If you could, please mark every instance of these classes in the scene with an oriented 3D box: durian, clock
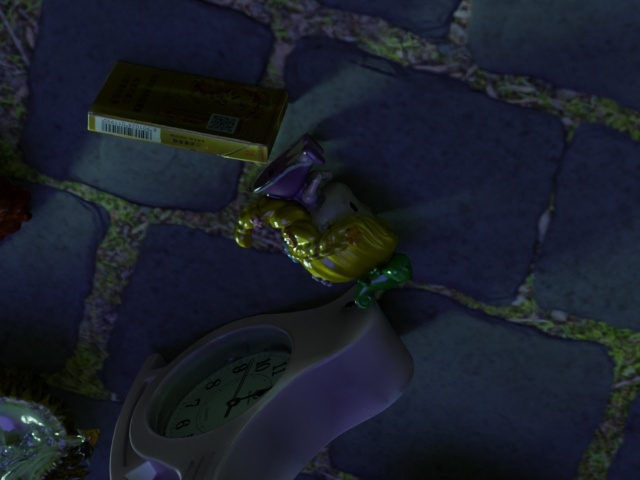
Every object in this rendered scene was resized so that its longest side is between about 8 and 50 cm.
[{"bbox_3d":[-0.305,0.192,1.690,0.237,0.138,0.193,-11,120,24],"label":"durian"},{"bbox_3d":[-0.059,0.172,1.527,0.275,0.290,0.080,-22,118,19],"label":"clock"}]

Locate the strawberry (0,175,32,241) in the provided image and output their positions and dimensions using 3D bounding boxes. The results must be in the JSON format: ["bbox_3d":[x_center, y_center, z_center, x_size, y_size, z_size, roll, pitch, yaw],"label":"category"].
[{"bbox_3d":[-0.390,-0.031,1.545,0.234,0.234,0.178,-40,81,34],"label":"strawberry"}]

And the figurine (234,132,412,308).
[{"bbox_3d":[0.000,0.000,1.497,0.115,0.095,0.156,-40,106,22],"label":"figurine"}]

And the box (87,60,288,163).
[{"bbox_3d":[-0.111,-0.110,1.446,0.156,0.089,0.022,10,130,4],"label":"box"}]
